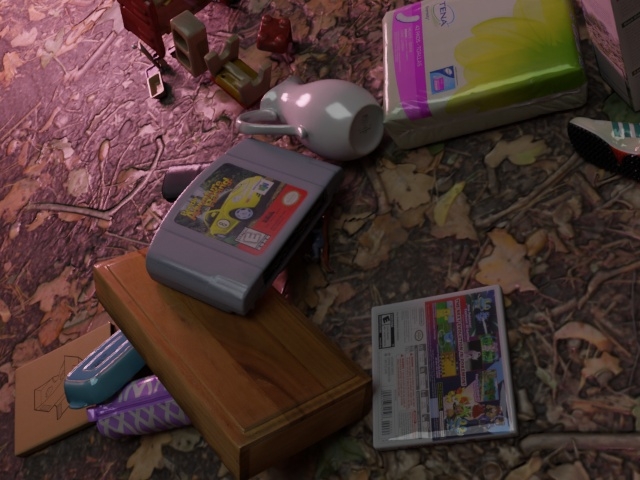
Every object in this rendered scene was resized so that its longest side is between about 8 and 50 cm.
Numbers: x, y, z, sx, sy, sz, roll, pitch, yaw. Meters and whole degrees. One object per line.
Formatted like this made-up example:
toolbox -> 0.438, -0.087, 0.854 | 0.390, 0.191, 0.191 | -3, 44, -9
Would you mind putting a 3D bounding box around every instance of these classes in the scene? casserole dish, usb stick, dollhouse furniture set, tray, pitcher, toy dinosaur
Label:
casserole dish -> -0.317, 0.184, 1.179 | 0.114, 0.037, 0.188 | -8, 27, 41
usb stick -> -0.153, -0.107, 1.316 | 0.278, 0.045, 0.077 | -2, 60, 27
dollhouse furniture set -> -0.200, -0.410, 1.475 | 0.374, 0.152, 0.201 | 42, 70, 16
tray -> -0.137, 0.132, 1.078 | 0.203, 0.076, 0.411 | -21, 43, -31
pitcher -> -0.017, -0.191, 1.226 | 0.178, 0.125, 0.207 | -32, 39, -32
dollhouse furniture set -> -0.330, -0.352, 1.539 | 0.091, 0.081, 0.114 | -28, 52, 11
toy dinosaur -> 0.000, 0.000, 1.186 | 0.090, 0.047, 0.082 | 33, 69, 5

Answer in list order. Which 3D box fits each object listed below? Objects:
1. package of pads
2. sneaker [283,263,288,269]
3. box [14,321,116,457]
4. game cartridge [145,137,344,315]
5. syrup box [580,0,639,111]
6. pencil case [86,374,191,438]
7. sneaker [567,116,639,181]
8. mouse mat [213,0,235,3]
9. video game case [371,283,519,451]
package of pads -> 0.242, -0.283, 1.172 | 0.297, 0.101, 0.229 | -11, 59, 22
sneaker -> -0.076, -0.004, 1.215 | 0.061, 0.054, 0.152 | -10, 53, 41
box -> -0.419, 0.244, 1.265 | 0.201, 0.021, 0.164 | -27, 52, 13
game cartridge -> -0.117, -0.035, 1.144 | 0.196, 0.060, 0.294 | 18, 53, 24
syrup box -> 0.407, -0.286, 0.995 | 0.096, 0.237, 0.093 | -32, 51, 8
pencil case -> -0.230, 0.235, 1.124 | 0.206, 0.088, 0.086 | -19, 81, 20
sneaker -> 0.411, -0.132, 1.025 | 0.075, 0.057, 0.161 | -39, 47, -19
mouse mat -> -0.223, -0.585, 1.646 | 0.190, 0.007, 0.152 | 19, 87, 34
video game case -> 0.155, 0.164, 0.998 | 0.184, 0.023, 0.201 | -13, 56, 22
